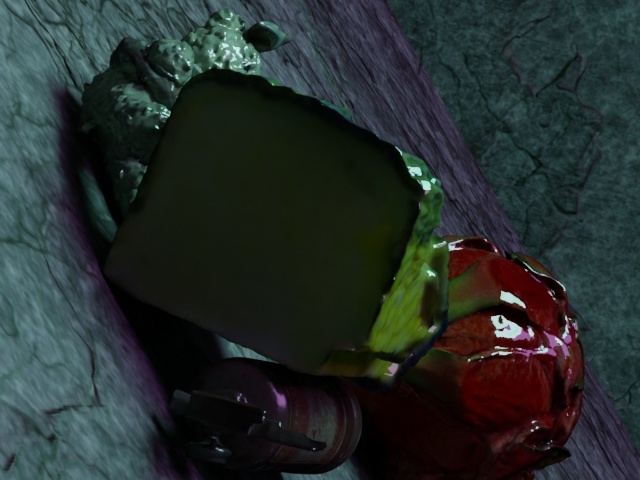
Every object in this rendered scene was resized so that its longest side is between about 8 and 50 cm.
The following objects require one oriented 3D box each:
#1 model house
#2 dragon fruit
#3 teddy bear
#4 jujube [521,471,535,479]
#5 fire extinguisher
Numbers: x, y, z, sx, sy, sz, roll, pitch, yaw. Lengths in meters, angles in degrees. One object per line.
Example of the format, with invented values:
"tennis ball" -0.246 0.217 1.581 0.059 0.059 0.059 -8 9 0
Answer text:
"model house" 0.000 0.000 1.351 0.194 0.170 0.211 20 -2 22
"dragon fruit" 0.095 0.110 1.643 0.293 0.234 0.233 -2 57 -41
"teddy bear" -0.112 -0.097 1.435 0.213 0.111 0.133 -57 161 -49
"jujube" 0.147 0.194 1.814 0.166 0.104 0.104 62 12 10
"fire extinguisher" -0.028 0.110 1.286 0.252 0.106 0.075 25 56 -71
